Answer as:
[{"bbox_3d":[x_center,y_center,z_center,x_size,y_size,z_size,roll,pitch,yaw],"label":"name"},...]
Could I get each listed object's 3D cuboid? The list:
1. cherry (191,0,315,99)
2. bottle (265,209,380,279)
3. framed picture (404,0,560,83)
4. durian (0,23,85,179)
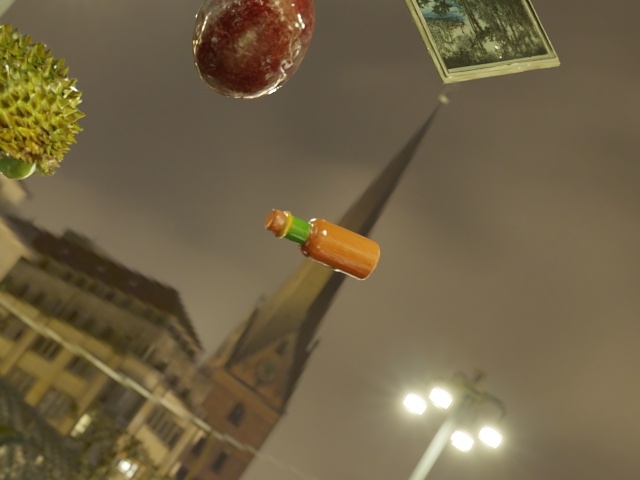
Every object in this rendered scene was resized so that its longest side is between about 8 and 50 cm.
[{"bbox_3d":[-0.117,-0.377,2.187,0.203,0.230,0.300,33,-42,-14],"label":"cherry"},{"bbox_3d":[0.000,0.000,1.895,0.187,0.069,0.069,24,-16,-24],"label":"bottle"},{"bbox_3d":[0.181,-0.251,1.391,0.011,0.183,0.142,-42,-114,52],"label":"framed picture"},{"bbox_3d":[-0.398,-0.175,1.455,0.237,0.176,0.200,18,-7,-39],"label":"durian"}]
